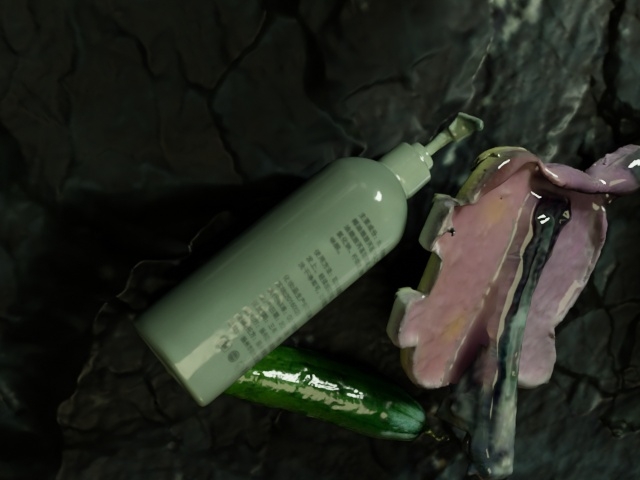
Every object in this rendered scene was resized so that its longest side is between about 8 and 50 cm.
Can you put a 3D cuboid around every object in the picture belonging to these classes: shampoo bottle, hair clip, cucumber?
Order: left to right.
[{"bbox_3d":[-0.005,0.078,0.631,0.168,0.039,0.039,16,109,-20],"label":"cucumber"},{"bbox_3d":[0.000,0.000,0.581,0.195,0.056,0.056,-39,120,-12],"label":"shampoo bottle"},{"bbox_3d":[0.097,0.033,0.619,0.146,0.056,0.187,2,106,-40],"label":"hair clip"}]
